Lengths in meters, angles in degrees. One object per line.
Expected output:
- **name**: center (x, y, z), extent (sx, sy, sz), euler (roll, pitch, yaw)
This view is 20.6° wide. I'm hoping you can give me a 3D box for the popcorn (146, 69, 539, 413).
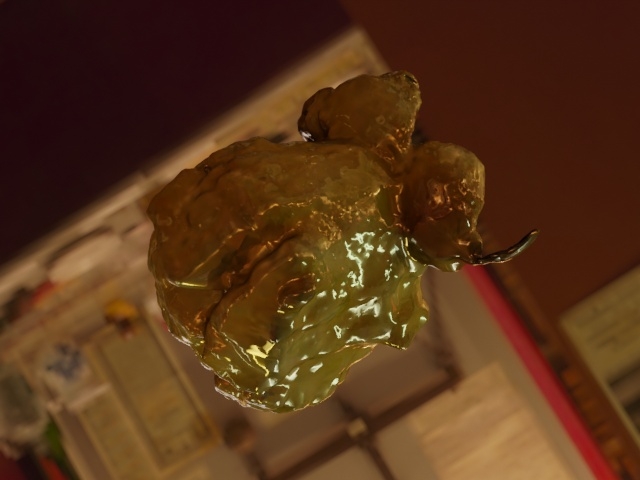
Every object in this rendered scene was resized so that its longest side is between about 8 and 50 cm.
- **popcorn**: center (0.002, 0.009, 1.015), extent (0.195, 0.168, 0.173), euler (-28, -148, -12)
